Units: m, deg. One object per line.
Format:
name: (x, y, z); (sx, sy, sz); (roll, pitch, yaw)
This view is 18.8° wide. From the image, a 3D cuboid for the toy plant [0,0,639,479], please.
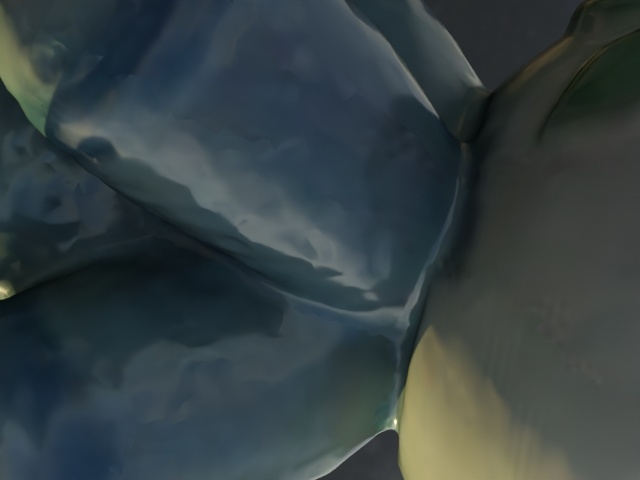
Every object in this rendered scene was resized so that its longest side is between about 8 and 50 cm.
toy plant: (0.000, 0.000, 0.583); (0.247, 0.332, 0.247); (15, 90, -83)
